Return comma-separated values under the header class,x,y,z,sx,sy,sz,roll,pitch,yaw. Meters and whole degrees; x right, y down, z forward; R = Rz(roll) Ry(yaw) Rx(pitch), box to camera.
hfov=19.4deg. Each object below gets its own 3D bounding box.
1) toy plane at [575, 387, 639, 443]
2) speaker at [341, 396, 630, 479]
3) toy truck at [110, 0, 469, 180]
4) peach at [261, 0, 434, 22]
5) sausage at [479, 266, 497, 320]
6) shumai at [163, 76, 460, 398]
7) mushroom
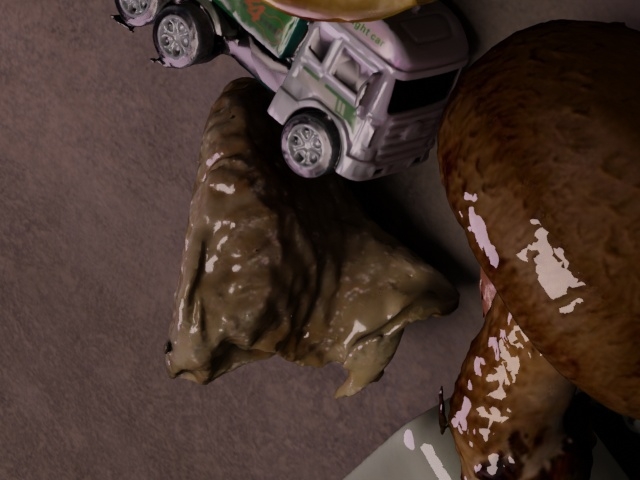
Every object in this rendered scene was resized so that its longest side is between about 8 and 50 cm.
class,x,y,z,sx,sy,sz,roll,pitch,yaw
toy plane,0.261,0.127,1.632,0.234,0.082,0.160,15,134,59
speaker,0.126,0.264,1.728,0.184,0.183,0.406,57,153,10
toy truck,-0.035,-0.213,1.673,0.363,0.176,0.178,45,126,21
peach,0.024,-0.377,1.447,0.306,0.242,0.380,7,117,42
sausage,0.178,-0.029,1.623,0.078,0.078,0.304,27,130,35
shumai,0.000,0.000,1.755,0.262,0.314,0.267,9,152,-5
mushroom,0.193,0.013,1.435,0.334,0.331,0.356,47,134,-8
